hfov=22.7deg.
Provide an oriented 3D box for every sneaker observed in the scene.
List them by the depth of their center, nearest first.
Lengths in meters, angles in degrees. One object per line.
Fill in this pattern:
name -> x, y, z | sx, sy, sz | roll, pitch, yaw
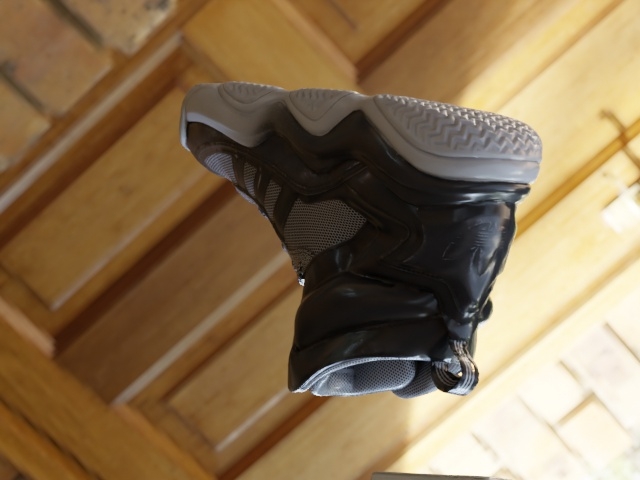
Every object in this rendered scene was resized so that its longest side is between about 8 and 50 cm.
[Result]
sneaker -> 0.000, 0.000, 0.824 | 0.101, 0.153, 0.268 | 6, -176, -35

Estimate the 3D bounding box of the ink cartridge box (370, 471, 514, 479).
ink cartridge box -> 0.119, 0.308, 1.143 | 0.060, 0.239, 0.275 | 18, -106, -41
